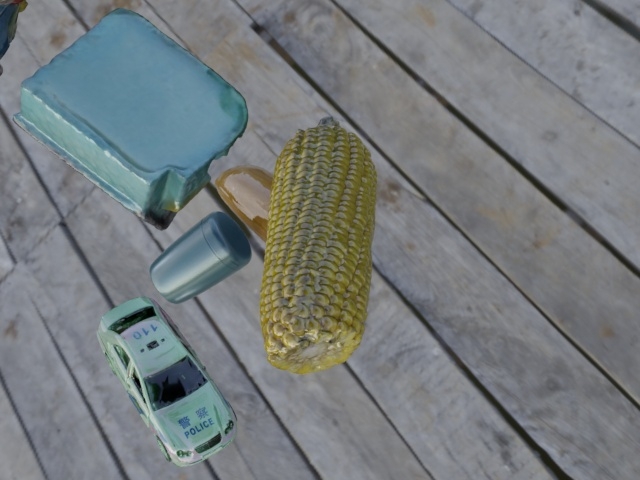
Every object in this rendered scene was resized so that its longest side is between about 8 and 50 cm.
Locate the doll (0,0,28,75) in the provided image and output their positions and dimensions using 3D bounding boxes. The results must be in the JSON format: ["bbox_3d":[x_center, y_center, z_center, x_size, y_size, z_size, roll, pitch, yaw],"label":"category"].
[{"bbox_3d":[-0.241,-0.196,0.626,0.114,0.085,0.152,39,116,41],"label":"doll"}]

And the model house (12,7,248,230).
[{"bbox_3d":[-0.284,-0.149,1.321,0.280,0.249,0.230,39,60,4],"label":"model house"}]

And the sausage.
[{"bbox_3d":[-0.096,-0.064,1.747,0.354,0.134,0.116,40,136,35],"label":"sausage"}]

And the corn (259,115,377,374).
[{"bbox_3d":[0.000,0.000,1.057,0.143,0.144,0.387,-19,41,21],"label":"corn"}]

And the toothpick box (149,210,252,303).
[{"bbox_3d":[-0.233,0.039,1.666,0.184,0.120,0.120,-35,57,16],"label":"toothpick box"}]

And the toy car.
[{"bbox_3d":[-0.181,0.155,1.007,0.090,0.076,0.224,-26,53,-22],"label":"toy car"}]
